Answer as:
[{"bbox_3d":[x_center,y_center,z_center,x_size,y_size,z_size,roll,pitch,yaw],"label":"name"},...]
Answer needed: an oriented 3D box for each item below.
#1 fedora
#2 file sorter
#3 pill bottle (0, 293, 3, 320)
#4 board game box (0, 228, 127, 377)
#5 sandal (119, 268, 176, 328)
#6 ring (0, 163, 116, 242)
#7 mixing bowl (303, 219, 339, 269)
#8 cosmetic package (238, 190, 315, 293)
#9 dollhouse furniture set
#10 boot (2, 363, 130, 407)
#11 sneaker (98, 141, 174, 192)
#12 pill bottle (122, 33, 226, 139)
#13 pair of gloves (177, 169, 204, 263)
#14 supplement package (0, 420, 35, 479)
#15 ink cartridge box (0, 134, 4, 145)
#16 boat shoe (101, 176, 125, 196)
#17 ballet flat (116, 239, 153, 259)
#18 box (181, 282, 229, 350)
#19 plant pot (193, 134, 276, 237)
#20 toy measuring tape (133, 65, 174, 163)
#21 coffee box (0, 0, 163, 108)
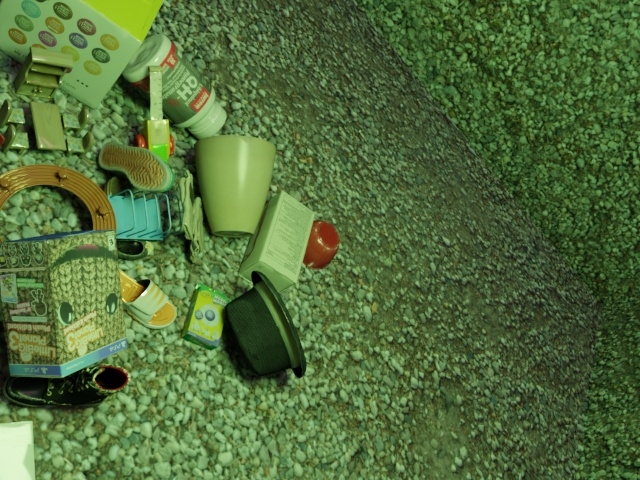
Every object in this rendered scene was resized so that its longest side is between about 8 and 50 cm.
[{"bbox_3d":[-0.171,0.260,1.819,0.152,0.334,0.334,-24,83,-17],"label":"fedora"},{"bbox_3d":[-0.476,-0.069,1.741,0.170,0.104,0.118,3,76,-54],"label":"file sorter"},{"bbox_3d":[-0.777,0.121,1.340,0.283,0.160,0.160,-11,74,-61],"label":"pill bottle"},{"bbox_3d":[-0.573,0.132,1.435,0.232,0.141,0.291,-22,109,-70],"label":"board game box"},{"bbox_3d":[-0.488,0.137,1.689,0.265,0.076,0.102,39,46,-20],"label":"sandal"},{"bbox_3d":[-0.679,-0.045,1.589,0.336,0.032,0.337,10,65,-22],"label":"ring"},{"bbox_3d":[0.000,0.000,2.205,0.181,0.098,0.182,22,53,-34],"label":"mixing bowl"},{"bbox_3d":[-0.137,0.008,2.051,0.153,0.129,0.296,36,46,-24],"label":"cosmetic package"},{"bbox_3d":[-0.722,-0.358,1.696,0.212,0.161,0.242,-1,68,-43],"label":"dollhouse furniture set"},{"bbox_3d":[-0.565,0.318,1.436,0.236,0.178,0.085,16,58,-37],"label":"boot"},{"bbox_3d":[-0.480,-0.196,1.762,0.121,0.302,0.108,20,94,-53],"label":"sneaker"},{"bbox_3d":[-0.438,-0.461,1.973,0.318,0.176,0.176,45,40,-42],"label":"pill bottle"},{"bbox_3d":[-0.373,-0.067,1.835,0.042,0.240,0.204,-5,62,-2],"label":"pair of gloves"},{"bbox_3d":[-0.657,0.476,1.316,0.105,0.105,0.179,6,62,-41],"label":"supplement package"},{"bbox_3d":[-0.865,-0.277,1.497,0.232,0.189,0.066,54,43,-5],"label":"ink cartridge box"},{"bbox_3d":[-0.579,-0.086,1.749,0.064,0.060,0.178,30,55,-46],"label":"boat shoe"},{"bbox_3d":[-0.527,0.021,1.738,0.173,0.049,0.058,-1,65,-47],"label":"ballet flat"},{"bbox_3d":[-0.323,0.211,1.825,0.105,0.043,0.179,30,48,-28],"label":"box"},{"bbox_3d":[-0.267,-0.154,1.966,0.256,0.256,0.274,9,77,-39],"label":"plant pot"},{"bbox_3d":[-0.493,-0.342,1.876,0.121,0.121,0.330,-15,111,-46],"label":"toy measuring tape"},{"bbox_3d":[-0.664,-0.658,1.796,0.337,0.334,0.338,32,49,-26],"label":"coffee box"}]
